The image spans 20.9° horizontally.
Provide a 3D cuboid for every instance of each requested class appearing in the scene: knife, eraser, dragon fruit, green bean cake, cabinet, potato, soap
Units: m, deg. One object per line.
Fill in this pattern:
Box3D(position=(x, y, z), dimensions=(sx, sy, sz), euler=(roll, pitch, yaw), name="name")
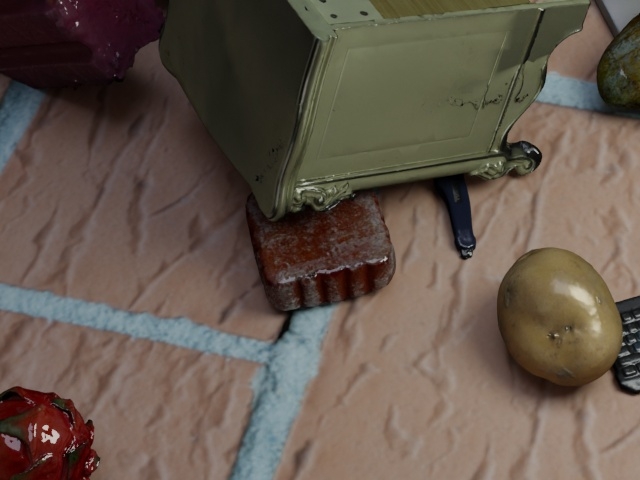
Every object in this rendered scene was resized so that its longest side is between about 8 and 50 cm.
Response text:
Box3D(position=(0.138, -0.032, 1.768), dimensions=(0.031, 0.018, 0.121), euler=(-4, 51, -7), name="knife")
Box3D(position=(0.359, -0.282, 1.948), dimensions=(0.103, 0.023, 0.150), euler=(-14, 51, -5), name="eraser")
Box3D(position=(-0.271, 0.194, 1.569), dimensions=(0.142, 0.130, 0.121), euler=(-16, 84, -9), name="dragon fruit")
Box3D(position=(0.000, 0.000, 1.731), dimensions=(0.135, 0.056, 0.135), euler=(-13, 49, -5), name="green bean cake")
Box3D(position=(0.047, -0.209, 1.742), dimensions=(0.318, 0.227, 0.290), euler=(-11, 46, -28), name="cabinet")
Box3D(position=(0.224, 0.067, 1.624), dimensions=(0.112, 0.112, 0.147), euler=(-22, 56, -12), name="potato")
Box3D(position=(-0.320, -0.255, 1.892), dimensions=(0.289, 0.182, 0.112), euler=(0, 43, 50), name="soap")

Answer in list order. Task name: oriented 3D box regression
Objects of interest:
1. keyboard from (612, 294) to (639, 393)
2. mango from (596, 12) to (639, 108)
Box3D(position=(0.394, 0.072, 1.659), dimensions=(0.262, 0.016, 0.106), euler=(-15, 51, -7), name="keyboard")
Box3D(position=(0.444, -0.199, 1.803), dimensions=(0.316, 0.146, 0.193), euler=(-10, 48, 16), name="mango")
